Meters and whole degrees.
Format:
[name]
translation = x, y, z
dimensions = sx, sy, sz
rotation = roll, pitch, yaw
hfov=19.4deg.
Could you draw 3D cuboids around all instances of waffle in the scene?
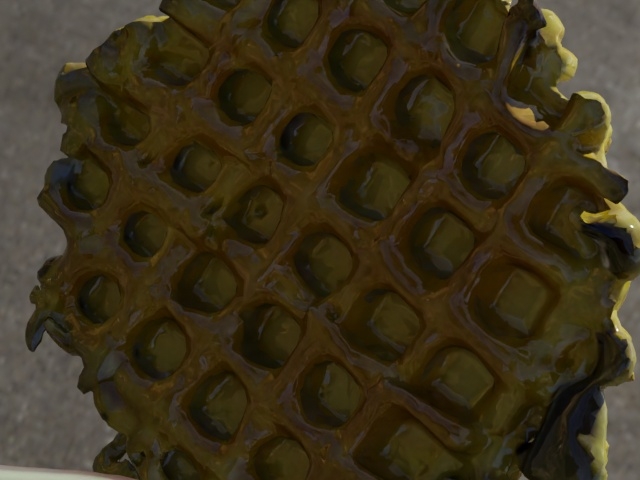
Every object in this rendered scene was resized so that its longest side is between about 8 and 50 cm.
[waffle]
translation = 0.003, 0.011, 0.844
dimensions = 0.329, 0.329, 0.062
rotation = 42, 15, 20

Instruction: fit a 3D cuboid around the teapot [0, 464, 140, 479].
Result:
[teapot]
translation = -0.168, 0.082, 0.352
dimensions = 0.314, 0.233, 0.312
rotation = -3, 4, -23
